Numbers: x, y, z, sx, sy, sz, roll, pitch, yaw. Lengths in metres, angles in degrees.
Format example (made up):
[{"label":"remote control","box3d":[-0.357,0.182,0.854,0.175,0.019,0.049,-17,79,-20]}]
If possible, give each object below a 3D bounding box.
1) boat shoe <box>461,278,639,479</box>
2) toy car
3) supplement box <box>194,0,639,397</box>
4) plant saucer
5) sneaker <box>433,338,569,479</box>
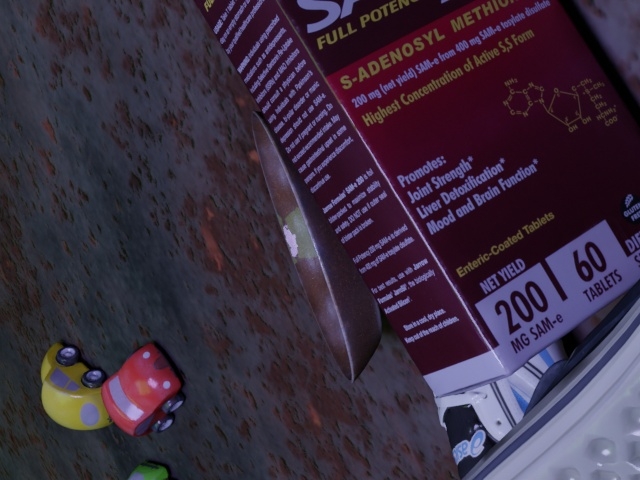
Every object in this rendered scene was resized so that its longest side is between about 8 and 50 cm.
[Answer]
[{"label":"boat shoe","box3d":[0.206,0.025,0.391,0.187,0.156,0.500,44,128,6]},{"label":"toy car","box3d":[-0.177,0.203,1.097,0.239,0.053,0.225,-5,109,54]},{"label":"supplement box","box3d":[0.051,-0.066,0.538,0.239,0.130,0.073,58,155,3]},{"label":"plant saucer","box3d":[0.000,0.000,0.694,0.168,0.029,0.168,160,90,-85]},{"label":"sneaker","box3d":[0.087,0.071,0.636,0.237,0.086,0.085,54,147,13]}]
